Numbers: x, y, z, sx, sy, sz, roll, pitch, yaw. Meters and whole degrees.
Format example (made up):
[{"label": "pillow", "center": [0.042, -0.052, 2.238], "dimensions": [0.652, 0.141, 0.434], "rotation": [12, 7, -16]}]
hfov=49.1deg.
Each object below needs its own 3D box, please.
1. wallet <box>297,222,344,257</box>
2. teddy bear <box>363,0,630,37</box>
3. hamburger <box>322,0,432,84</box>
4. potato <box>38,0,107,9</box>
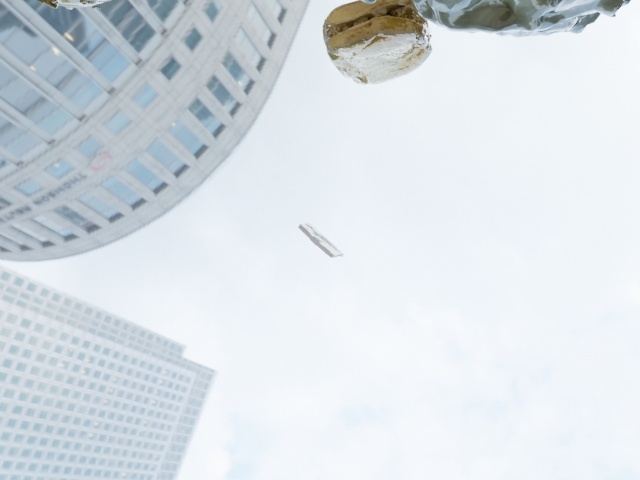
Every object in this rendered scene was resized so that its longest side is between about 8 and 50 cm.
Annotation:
[{"label": "wallet", "center": [0.000, 0.000, 1.159], "dimensions": [0.083, 0.044, 0.011], "rotation": [43, -70, 19]}, {"label": "teddy bear", "center": [0.157, -0.253, 0.427], "dimensions": [0.357, 0.367, 0.224], "rotation": [-19, -76, 20]}, {"label": "hamburger", "center": [0.106, -0.366, 1.284], "dimensions": [0.214, 0.214, 0.108], "rotation": [-10, -97, 17]}, {"label": "potato", "center": [-0.316, -0.359, 0.695], "dimensions": [0.140, 0.300, 0.173], "rotation": [-28, -146, 41]}]
